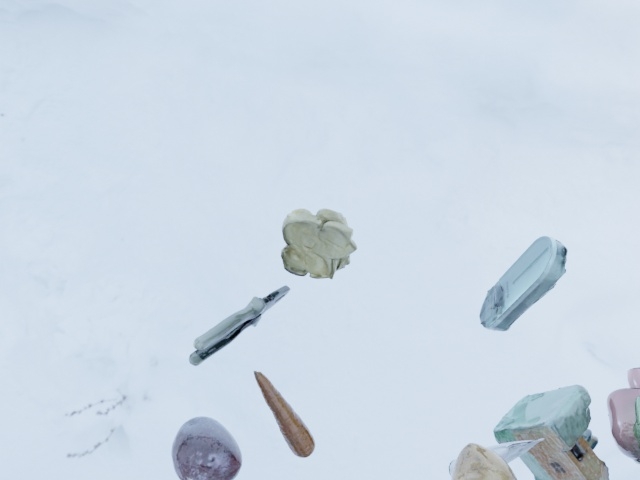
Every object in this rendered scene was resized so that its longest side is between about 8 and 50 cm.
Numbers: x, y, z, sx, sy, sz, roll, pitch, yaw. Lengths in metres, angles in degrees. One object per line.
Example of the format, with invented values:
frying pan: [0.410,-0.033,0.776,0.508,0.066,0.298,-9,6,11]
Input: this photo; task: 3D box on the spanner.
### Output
spanner: [-0.181,0.188,1.144,0.040,0.324,0.096,40,131,16]

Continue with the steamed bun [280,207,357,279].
steamed bun: [0.000,0.000,1.154,0.192,0.106,0.178,6,129,15]

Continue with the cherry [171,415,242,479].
cherry: [-0.354,0.653,1.465,0.265,0.183,0.213,-1,117,27]

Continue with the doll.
doll: [0.843,0.465,1.194,0.216,0.268,0.284,-11,131,37]

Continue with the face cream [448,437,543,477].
face cream: [0.368,0.473,1.033,0.092,0.058,0.244,1,143,-27]

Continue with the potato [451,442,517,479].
potato: [0.269,0.402,0.759,0.112,0.112,0.147,-29,93,3]

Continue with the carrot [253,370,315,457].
carrot: [-0.063,0.300,0.823,0.048,0.048,0.216,-25,116,2]

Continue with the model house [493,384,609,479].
model house: [0.698,0.605,1.330,0.194,0.267,0.325,-29,78,-29]

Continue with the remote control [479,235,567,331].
remote control: [0.390,0.091,0.931,0.052,0.104,0.247,22,136,-2]
